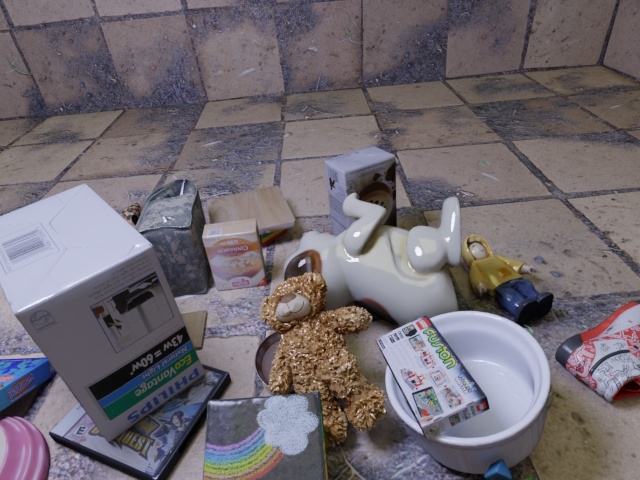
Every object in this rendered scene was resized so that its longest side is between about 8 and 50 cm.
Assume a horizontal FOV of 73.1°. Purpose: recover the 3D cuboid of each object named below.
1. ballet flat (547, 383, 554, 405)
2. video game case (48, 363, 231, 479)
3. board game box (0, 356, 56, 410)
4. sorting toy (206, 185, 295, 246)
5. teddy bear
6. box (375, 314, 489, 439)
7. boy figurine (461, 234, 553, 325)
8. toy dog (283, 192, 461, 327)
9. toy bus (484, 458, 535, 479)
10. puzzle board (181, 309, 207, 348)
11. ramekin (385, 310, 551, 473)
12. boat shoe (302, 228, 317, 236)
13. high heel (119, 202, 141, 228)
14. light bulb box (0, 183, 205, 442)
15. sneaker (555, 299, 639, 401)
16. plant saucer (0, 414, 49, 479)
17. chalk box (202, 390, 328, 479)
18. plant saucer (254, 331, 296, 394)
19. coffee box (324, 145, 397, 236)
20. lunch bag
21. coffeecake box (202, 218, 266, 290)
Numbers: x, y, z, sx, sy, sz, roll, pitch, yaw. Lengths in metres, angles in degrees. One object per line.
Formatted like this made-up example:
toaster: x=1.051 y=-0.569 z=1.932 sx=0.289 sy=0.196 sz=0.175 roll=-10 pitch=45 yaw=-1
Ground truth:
ballet flat: x=0.379 y=0.312 z=0.842 sx=0.168 sy=0.053 sz=0.057 roll=-16 pitch=37 yaw=-14
video game case: x=-0.371 y=0.347 z=0.910 sx=0.274 sy=0.035 sz=0.248 roll=9 pitch=37 yaw=20
board game box: x=-0.708 y=0.313 z=0.918 sx=0.159 sy=0.047 sz=0.210 roll=-3 pitch=9 yaw=3
sorting toy: x=-0.231 y=-0.065 z=1.431 sx=0.255 sy=0.090 sz=0.257 roll=-13 pitch=35 yaw=-12
teddy bear: x=-0.008 y=0.223 z=0.842 sx=0.244 sy=0.339 sz=0.113 roll=-17 pitch=-15 yaw=28
box: x=0.186 y=0.227 z=0.753 sx=0.114 sy=0.036 sz=0.207 roll=-25 pitch=32 yaw=-1
boy figurine: x=0.469 y=0.087 z=1.121 sx=0.177 sy=0.092 sz=0.285 roll=-15 pitch=39 yaw=-9
toy dog: x=0.113 y=0.087 z=1.056 sx=0.407 sy=0.284 sz=0.396 roll=1 pitch=75 yaw=8
toy bus: x=0.259 y=0.450 z=0.616 sx=0.190 sy=0.104 sz=0.202 roll=-5 pitch=50 yaw=-35
puzzle board: x=-0.342 y=0.230 z=1.094 sx=0.096 sy=0.011 sz=0.128 roll=-8 pitch=34 yaw=-2
ramekin: x=0.270 y=0.275 z=0.791 sx=0.276 sy=0.135 sz=0.277 roll=-17 pitch=33 yaw=11
boat shoe: x=0.000 y=0.000 z=1.346 sx=0.043 sy=0.049 sz=0.137 roll=-26 pitch=35 yaw=-30
high heel: x=-0.572 y=-0.033 z=1.416 sx=0.186 sy=0.093 sz=0.261 roll=-7 pitch=51 yaw=8
light bulb box: x=-0.455 y=0.132 z=0.882 sx=0.225 sy=0.361 sz=0.357 roll=-31 pitch=42 yaw=-30
sneaker: x=0.643 y=0.230 z=0.895 sx=0.269 sy=0.090 sz=0.145 roll=-21 pitch=39 yaw=-16
plant saucer: x=-0.676 y=0.450 z=0.764 sx=0.331 sy=0.084 sz=0.332 roll=-4 pitch=36 yaw=3
chalk box: x=-0.072 y=0.399 z=0.641 sx=0.180 sy=0.179 sz=0.289 roll=-5 pitch=55 yaw=-1
plant saucer: x=-0.061 y=0.269 z=0.957 sx=0.168 sy=0.029 sz=0.169 roll=2 pitch=41 yaw=-2
coffee box: x=0.123 y=-0.100 z=1.251 sx=0.168 sy=0.298 sz=0.119 roll=-21 pitch=35 yaw=-20
lunch bag: x=-0.411 y=-0.017 z=1.258 sx=0.168 sy=0.236 sz=0.287 roll=-6 pitch=35 yaw=-4
coffeecake box: x=-0.233 y=0.042 z=1.194 sx=0.142 sy=0.186 sz=0.068 roll=-7 pitch=35 yaw=-2
